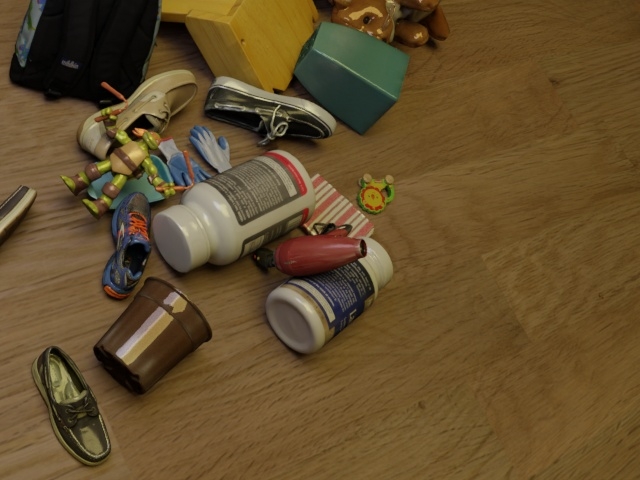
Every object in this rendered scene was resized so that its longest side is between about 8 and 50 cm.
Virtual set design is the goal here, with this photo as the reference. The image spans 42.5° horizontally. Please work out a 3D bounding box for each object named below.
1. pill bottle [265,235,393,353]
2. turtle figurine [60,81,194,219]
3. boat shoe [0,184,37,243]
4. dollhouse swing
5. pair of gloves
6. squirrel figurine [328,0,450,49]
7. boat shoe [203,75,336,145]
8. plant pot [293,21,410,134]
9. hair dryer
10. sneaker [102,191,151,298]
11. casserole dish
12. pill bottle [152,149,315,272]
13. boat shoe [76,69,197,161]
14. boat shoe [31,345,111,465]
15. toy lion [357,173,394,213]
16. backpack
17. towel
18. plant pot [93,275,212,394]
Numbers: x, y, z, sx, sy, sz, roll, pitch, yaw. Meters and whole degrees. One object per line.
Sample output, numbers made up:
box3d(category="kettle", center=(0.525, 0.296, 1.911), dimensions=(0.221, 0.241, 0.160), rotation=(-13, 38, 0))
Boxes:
box3d(category="pill bottle", center=(0.025, 0.106, 1.718), dimensions=(0.264, 0.153, 0.153), rotation=(-36, 83, -36))
box3d(category="turtle figurine", center=(-0.397, -0.159, 1.618), dimensions=(0.217, 0.087, 0.269), rotation=(-41, 93, -14))
box3d(category="boat shoe", center=(-0.630, -0.009, 1.489), dimensions=(0.092, 0.103, 0.285), rotation=(39, 59, -8))
box3d(category="dollhouse swing", center=(-0.239, -0.540, 2.012), dimensions=(0.315, 0.304, 0.347), rotation=(60, 40, -40))
box3d(category="pair of gloves", center=(-0.259, -0.177, 1.797), dimensions=(0.159, 0.023, 0.198), rotation=(53, 42, 3))
box3d(category="squirrel figurine", center=(0.124, -0.645, 2.169), dimensions=(0.397, 0.281, 0.370), rotation=(40, 62, 17))
box3d(category="boat shoe", center=(-0.116, -0.279, 1.894), dimensions=(0.306, 0.113, 0.105), rotation=(20, 62, -12))
box3d(category="plant pot", center=(0.065, -0.412, 2.013), dimensions=(0.234, 0.165, 0.166), rotation=(29, 54, -16))
box3d(category="hair dryer", center=(0.000, 0.000, 1.675), dimensions=(0.223, 0.293, 0.080), rotation=(-27, 110, -20))
box3d(category="sneaker", center=(-0.362, 0.003, 1.610), dimensions=(0.083, 0.087, 0.221), rotation=(20, 59, -36))
box3d(category="casserole dish", center=(-0.397, -0.116, 1.705), dimensions=(0.188, 0.037, 0.114), rotation=(-14, 70, -33))
box3d(category="pill bottle", center=(-0.178, -0.056, 1.693), dimensions=(0.318, 0.176, 0.176), rotation=(-29, 78, -36))
box3d(category="boat shoe", center=(-0.366, -0.261, 1.744), dimensions=(0.098, 0.109, 0.302), rotation=(37, 55, 24))
box3d(category="boat shoe", center=(-0.433, 0.286, 1.435), dimensions=(0.080, 0.073, 0.224), rotation=(-23, 75, -34))
box3d(category="toy lion", center=(0.133, -0.110, 1.975), dimensions=(0.100, 0.034, 0.096), rotation=(0, 70, -27))
box3d(category="backpack", center=(-0.461, -0.481, 1.682), dimensions=(0.290, 0.355, 0.273), rotation=(7, 59, -22))
box3d(category="towel", center=(0.016, -0.050, 1.884), dimensions=(0.197, 0.029, 0.144), rotation=(43, 53, 4))
box3d(category="plant pot", center=(-0.315, 0.181, 1.509), dimensions=(0.167, 0.167, 0.165), rotation=(43, 60, 1))
